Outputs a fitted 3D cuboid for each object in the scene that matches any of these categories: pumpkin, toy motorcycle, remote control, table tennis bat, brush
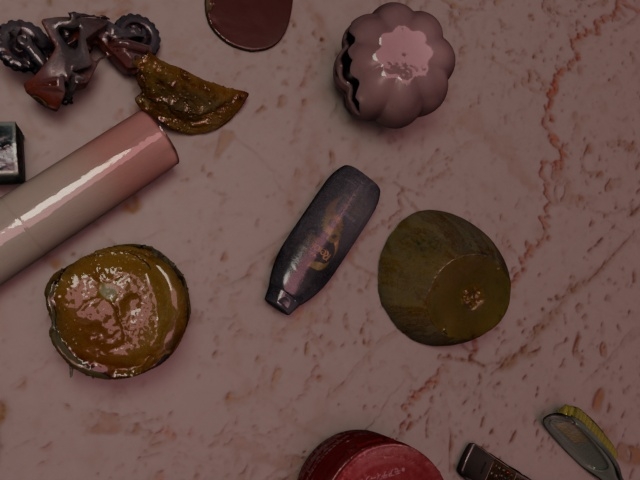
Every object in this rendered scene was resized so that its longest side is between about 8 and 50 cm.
[{"bbox_3d":[0.205,0.059,0.957,0.217,0.110,0.218,0,89,-22],"label":"pumpkin"},{"bbox_3d":[-0.305,-0.234,0.827,0.212,0.084,0.118,-17,88,-32],"label":"toy motorcycle"},{"bbox_3d":[0.305,0.389,0.990,0.212,0.028,0.059,35,71,-13],"label":"remote control"},{"bbox_3d":[-0.101,-0.398,0.945,0.131,0.022,0.235,10,82,-17],"label":"table tennis bat"},{"bbox_3d":[0.475,0.367,1.040,0.297,0.068,0.060,49,50,-12],"label":"brush"}]

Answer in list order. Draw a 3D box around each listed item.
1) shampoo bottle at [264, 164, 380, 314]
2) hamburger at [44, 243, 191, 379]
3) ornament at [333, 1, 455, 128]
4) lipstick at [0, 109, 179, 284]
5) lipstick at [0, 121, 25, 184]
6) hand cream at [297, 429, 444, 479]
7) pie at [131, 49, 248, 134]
[{"bbox_3d":[0.000,0.000,0.917,0.087,0.049,0.234,37,74,-9],"label":"shampoo bottle"},{"bbox_3d":[-0.258,0.090,0.795,0.177,0.113,0.186,37,82,-17],"label":"hamburger"},{"bbox_3d":[0.106,-0.254,0.935,0.177,0.177,0.178,2,83,-19],"label":"ornament"},{"bbox_3d":[-0.335,-0.042,0.789,0.326,0.087,0.087,-39,97,-18],"label":"lipstick"},{"bbox_3d":[-0.510,-0.098,0.742,0.289,0.076,0.078,-5,87,-17],"label":"lipstick"},{"bbox_3d":[0.066,0.361,0.861,0.193,0.125,0.193,2,84,-18],"label":"hand cream"},{"bbox_3d":[-0.187,-0.195,0.869,0.169,0.034,0.092,20,101,-36],"label":"pie"}]
